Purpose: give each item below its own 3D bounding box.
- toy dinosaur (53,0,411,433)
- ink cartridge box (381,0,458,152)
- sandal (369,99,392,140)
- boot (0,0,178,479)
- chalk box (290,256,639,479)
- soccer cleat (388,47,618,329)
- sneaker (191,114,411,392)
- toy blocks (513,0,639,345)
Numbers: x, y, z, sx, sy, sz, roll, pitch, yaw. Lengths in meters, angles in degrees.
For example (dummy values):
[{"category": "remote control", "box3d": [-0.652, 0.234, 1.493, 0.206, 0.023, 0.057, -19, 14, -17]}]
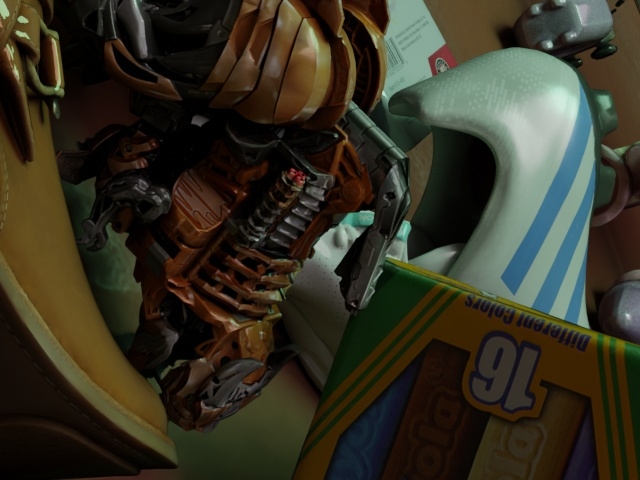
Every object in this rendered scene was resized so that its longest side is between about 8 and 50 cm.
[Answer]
[{"category": "toy dinosaur", "box3d": [-0.041, -0.082, 0.774, 0.322, 0.218, 0.164, -64, 156, -4]}, {"category": "ink cartridge box", "box3d": [0.009, -0.137, 1.063, 0.175, 0.072, 0.127, 61, 30, -8]}, {"category": "sandal", "box3d": [-0.053, -0.240, 0.910, 0.445, 0.107, 0.167, 62, -13, 3]}, {"category": "boot", "box3d": [-0.130, -0.030, 0.645, 0.283, 0.109, 0.220, 41, 44, -59]}, {"category": "chalk box", "box3d": [0.086, 0.180, 0.782, 0.180, 0.179, 0.289, 22, 89, -54]}, {"category": "soccer cleat", "box3d": [0.101, 0.053, 1.014, 0.143, 0.116, 0.331, -11, 102, -27]}, {"category": "sneaker", "box3d": [0.000, 0.000, 0.921, 0.212, 0.094, 0.080, 48, 34, -27]}, {"category": "toy blocks", "box3d": [0.296, -0.092, 1.280, 0.260, 0.289, 0.308, -7, 77, -66]}]
